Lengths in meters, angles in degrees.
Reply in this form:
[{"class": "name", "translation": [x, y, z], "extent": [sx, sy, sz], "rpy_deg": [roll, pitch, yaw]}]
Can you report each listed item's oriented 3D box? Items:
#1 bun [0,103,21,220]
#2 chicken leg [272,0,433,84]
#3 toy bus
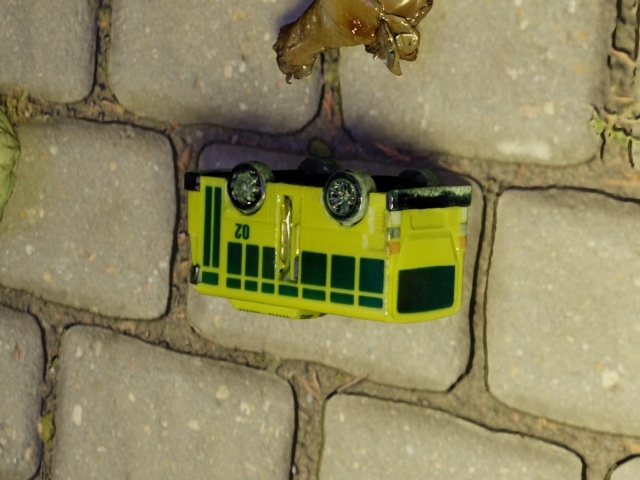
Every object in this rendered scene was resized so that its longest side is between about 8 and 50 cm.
[{"class": "bun", "translation": [-0.411, -0.102, 2.129], "extent": [0.212, 0.126, 0.203], "rpy_deg": [39, 143, 39]}, {"class": "chicken leg", "translation": [0.022, -0.212, 1.777], "extent": [0.196, 0.080, 0.125], "rpy_deg": [0, 105, 42]}, {"class": "toy bus", "translation": [0.000, 0.000, 1.774], "extent": [0.262, 0.128, 0.150], "rpy_deg": [6, 97, 40]}]
